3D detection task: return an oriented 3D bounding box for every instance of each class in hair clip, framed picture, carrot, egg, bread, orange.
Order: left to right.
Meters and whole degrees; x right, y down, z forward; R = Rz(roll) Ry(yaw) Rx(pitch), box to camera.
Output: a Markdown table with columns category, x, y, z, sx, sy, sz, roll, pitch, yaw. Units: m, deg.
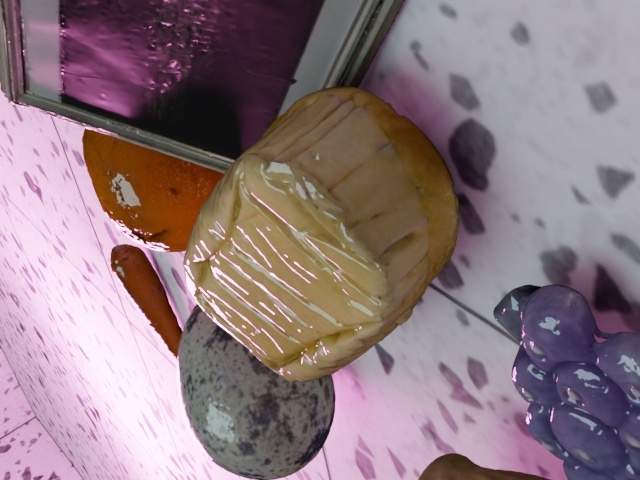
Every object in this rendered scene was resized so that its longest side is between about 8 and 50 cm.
| category | x | y | z | sx | sy | sz | roll | pitch | yaw |
| --- | --- | --- | --- | --- | --- | --- | --- | --- | --- |
| carrot | -0.195 | 0.094 | 1.149 | 0.048 | 0.048 | 0.216 | 20 | 141 | 54 |
| orange | -0.123 | -0.055 | 0.749 | 0.135 | 0.117 | 0.136 | 165 | 90 | -82 |
| framed picture | -0.085 | -0.121 | 0.549 | 0.231 | 0.018 | 0.293 | 18 | 154 | -7 |
| egg | -0.059 | 0.122 | 0.814 | 0.172 | 0.132 | 0.132 | 66 | 157 | 11 |
| bread | 0.000 | 0.000 | 0.579 | 0.140 | 0.106 | 0.236 | 43 | 152 | 1 |
| hair clip | 0.166 | 0.096 | 0.478 | 0.195 | 0.052 | 0.124 | 44 | 151 | 12 |

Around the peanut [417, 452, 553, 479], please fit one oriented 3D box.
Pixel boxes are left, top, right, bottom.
| category | x | y | z | sx | sy | sz | roll | pitch | yaw |
| --- | --- | --- | --- | --- | --- | --- | --- | --- | --- |
| peanut | 0.149 | 0.227 | 0.571 | 0.233 | 0.110 | 0.197 | 57 | 163 | 6 |
